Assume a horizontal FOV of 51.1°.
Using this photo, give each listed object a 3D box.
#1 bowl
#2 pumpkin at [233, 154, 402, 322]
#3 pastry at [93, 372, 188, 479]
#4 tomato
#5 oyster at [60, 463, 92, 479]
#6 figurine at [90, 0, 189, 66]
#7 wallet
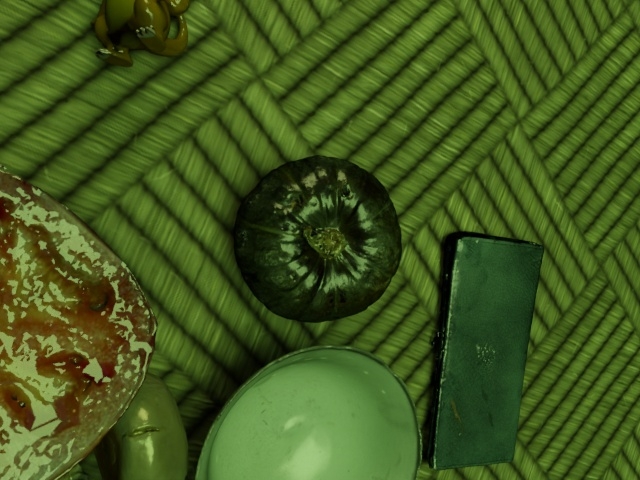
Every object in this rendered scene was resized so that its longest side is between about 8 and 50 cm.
[{"bbox_3d":[-0.033,0.273,0.872,0.313,0.146,0.314,-4,98,-27],"label":"bowl"},{"bbox_3d":[0.000,0.000,0.857,0.223,0.157,0.224,-2,97,-17],"label":"pumpkin"},{"bbox_3d":[-0.207,0.228,0.769,0.092,0.156,0.157,-14,102,-31],"label":"pastry"},{"bbox_3d":[-0.356,0.100,0.668,0.338,0.143,0.339,6,78,-32],"label":"tomato"},{"bbox_3d":[-0.400,0.289,0.708,0.354,0.107,0.201,30,56,-18],"label":"oyster"},{"bbox_3d":[-0.200,-0.291,0.765,0.122,0.121,0.176,-11,91,-56],"label":"figurine"},{"bbox_3d":[0.264,0.179,1.084,0.190,0.046,0.379,5,94,-28],"label":"wallet"}]
